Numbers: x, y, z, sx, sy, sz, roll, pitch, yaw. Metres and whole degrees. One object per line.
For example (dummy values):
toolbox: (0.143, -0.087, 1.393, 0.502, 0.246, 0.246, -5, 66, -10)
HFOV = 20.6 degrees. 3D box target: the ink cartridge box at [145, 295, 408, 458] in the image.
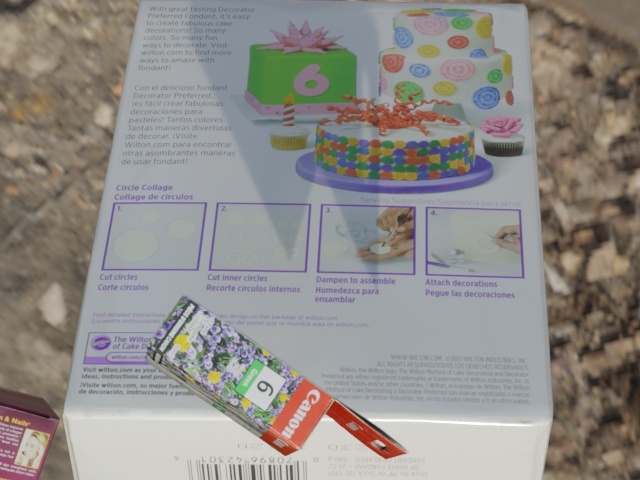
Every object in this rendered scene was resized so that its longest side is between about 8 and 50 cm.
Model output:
ink cartridge box: (-0.021, 0.070, 0.753, 0.115, 0.063, 0.029, 35, 78, 0)

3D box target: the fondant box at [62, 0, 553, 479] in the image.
fondant box: (0.000, 0.000, 0.981, 0.238, 0.096, 0.330, 1, 46, 2)

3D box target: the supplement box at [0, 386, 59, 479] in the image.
supplement box: (-0.187, 0.125, 0.975, 0.043, 0.055, 0.083, 31, 101, 64)
